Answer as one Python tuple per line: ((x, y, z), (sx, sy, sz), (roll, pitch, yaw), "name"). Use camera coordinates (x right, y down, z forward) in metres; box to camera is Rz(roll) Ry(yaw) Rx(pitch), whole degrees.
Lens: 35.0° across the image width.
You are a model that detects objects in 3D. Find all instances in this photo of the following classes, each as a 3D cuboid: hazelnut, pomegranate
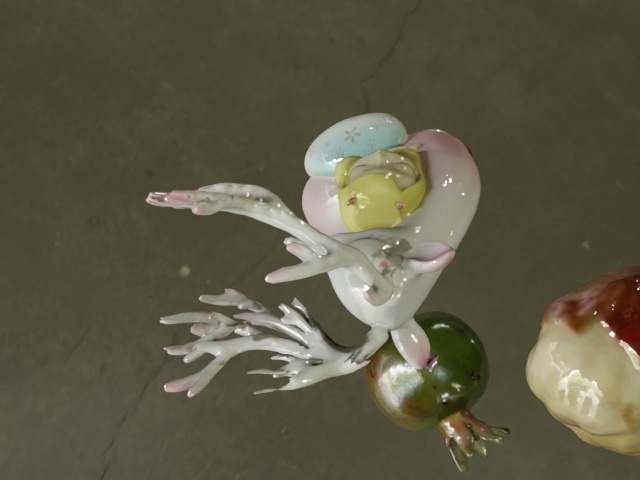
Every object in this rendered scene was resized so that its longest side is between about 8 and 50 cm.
((0.383, 0.142, 1.238), (0.261, 0.261, 0.241), (8, 35, -14), "hazelnut")
((0.167, 0.210, 1.419), (0.182, 0.181, 0.224), (-19, 64, -26), "pomegranate")

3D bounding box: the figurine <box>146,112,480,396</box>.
((0.003, 0.013, 0.935), (0.284, 0.206, 0.315), (7, 26, 2), "figurine")
